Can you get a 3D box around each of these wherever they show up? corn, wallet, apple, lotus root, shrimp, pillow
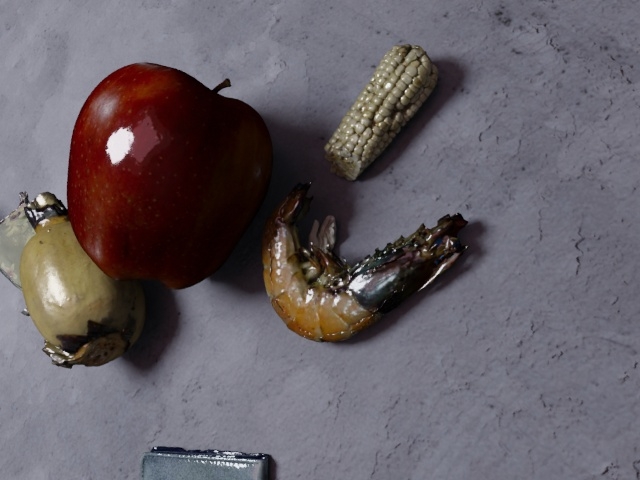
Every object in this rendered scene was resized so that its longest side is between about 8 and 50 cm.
[{"bbox_3d":[0.082,-0.180,0.721,0.087,0.087,0.210,41,96,26],"label":"corn"},{"bbox_3d":[-0.175,0.396,0.740,0.222,0.036,0.167,-6,77,23],"label":"wallet"},{"bbox_3d":[-0.214,-0.093,0.729,0.288,0.288,0.316,31,106,26],"label":"apple"},{"bbox_3d":[-0.400,0.054,0.829,0.183,0.183,0.309,-39,68,12],"label":"lotus root"},{"bbox_3d":[0.046,0.005,0.690,0.291,0.054,0.222,-29,85,13],"label":"shrimp"},{"bbox_3d":[-0.550,0.023,0.976,0.255,0.059,0.169,34,88,27],"label":"pillow"}]

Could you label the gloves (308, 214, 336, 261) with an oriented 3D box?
[{"bbox_3d":[0.000,-0.001,0.744,0.044,0.037,0.080,29,90,-4],"label":"gloves"}]
